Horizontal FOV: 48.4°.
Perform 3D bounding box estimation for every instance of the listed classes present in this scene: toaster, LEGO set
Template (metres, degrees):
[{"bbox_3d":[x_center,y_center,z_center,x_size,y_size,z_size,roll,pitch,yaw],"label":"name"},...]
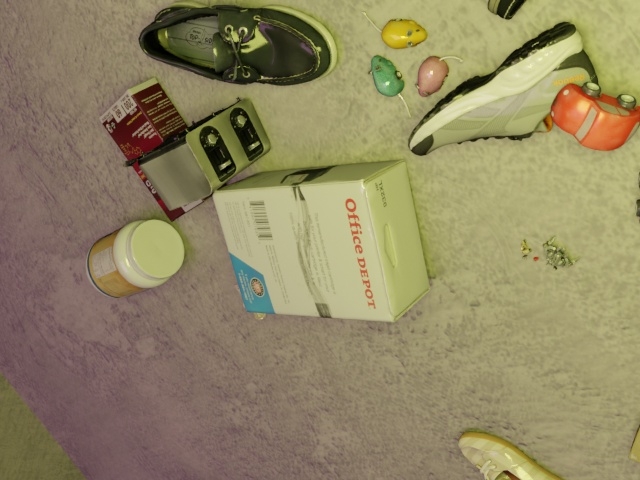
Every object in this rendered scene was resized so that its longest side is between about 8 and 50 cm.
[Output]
[{"bbox_3d":[-0.201,-0.144,1.204,0.186,0.168,0.110,-15,110,44],"label":"toaster"},{"bbox_3d":[0.320,0.023,1.003,0.083,0.023,0.054,-10,112,43],"label":"LEGO set"}]

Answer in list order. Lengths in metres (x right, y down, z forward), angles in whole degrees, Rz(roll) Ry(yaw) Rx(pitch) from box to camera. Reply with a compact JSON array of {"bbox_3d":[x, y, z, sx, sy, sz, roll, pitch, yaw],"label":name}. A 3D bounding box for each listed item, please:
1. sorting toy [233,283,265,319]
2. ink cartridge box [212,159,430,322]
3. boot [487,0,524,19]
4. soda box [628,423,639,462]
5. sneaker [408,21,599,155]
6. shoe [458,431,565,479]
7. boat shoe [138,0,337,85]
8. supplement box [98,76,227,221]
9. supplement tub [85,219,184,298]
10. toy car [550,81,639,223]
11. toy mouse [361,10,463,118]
[{"bbox_3d":[-0.144,0.113,1.438,0.075,0.045,0.083,-5,117,49],"label":"sorting toy"},{"bbox_3d":[0.000,0.000,1.151,0.307,0.129,0.223,-1,110,38],"label":"ink cartridge box"},{"bbox_3d":[0.304,-0.287,0.751,0.178,0.085,0.236,42,137,4],"label":"boot"},{"bbox_3d":[0.490,0.243,0.997,0.061,0.058,0.181,22,130,26],"label":"soda box"},{"bbox_3d":[0.220,-0.161,0.902,0.271,0.100,0.108,-24,107,46],"label":"sneaker"},{"bbox_3d":[0.335,0.407,1.240,0.219,0.058,0.076,26,133,23],"label":"shoe"},{"bbox_3d":[-0.140,-0.295,1.086,0.340,0.113,0.127,23,131,25],"label":"boat shoe"},{"bbox_3d":[-0.296,-0.166,1.337,0.130,0.073,0.239,-25,103,46],"label":"supplement box"},{"bbox_3d":[-0.393,0.039,1.510,0.200,0.144,0.144,-19,106,45],"label":"supplement tub"},{"bbox_3d":[0.406,-0.116,0.781,0.239,0.053,0.225,43,131,-20],"label":"toy car"},{"bbox_3d":[0.117,-0.229,0.983,0.161,0.031,0.143,20,130,27],"label":"toy mouse"}]
